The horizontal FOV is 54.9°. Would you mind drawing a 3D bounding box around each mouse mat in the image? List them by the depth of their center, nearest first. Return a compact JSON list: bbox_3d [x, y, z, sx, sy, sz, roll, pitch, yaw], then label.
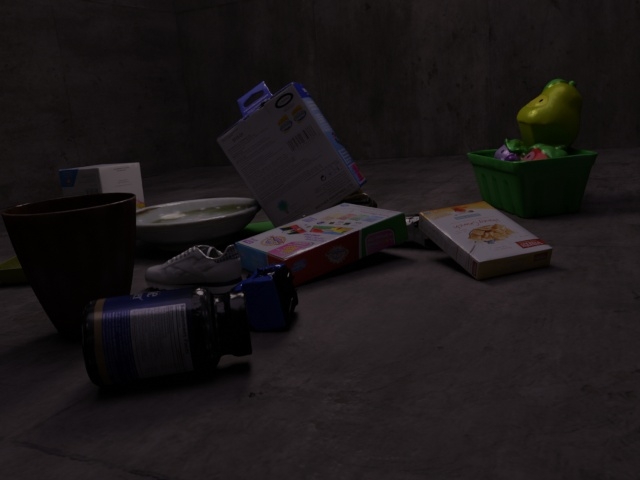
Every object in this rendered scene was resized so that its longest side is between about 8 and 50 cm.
[{"bbox_3d":[-0.177,-0.038,1.865,0.152,0.007,0.189,-8,12,-10],"label":"mouse mat"}]

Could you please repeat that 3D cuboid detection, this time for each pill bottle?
[{"bbox_3d":[-0.210,0.130,0.867,0.219,0.123,0.123,-7,13,-9],"label":"pill bottle"}]

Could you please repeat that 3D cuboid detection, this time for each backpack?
[{"bbox_3d":[-0.093,0.090,1.054,0.101,0.098,0.120,-6,13,14],"label":"backpack"}]

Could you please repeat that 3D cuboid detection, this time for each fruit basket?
[{"bbox_3d":[0.613,-0.273,1.774,0.282,0.393,0.392,-7,13,-7],"label":"fruit basket"}]

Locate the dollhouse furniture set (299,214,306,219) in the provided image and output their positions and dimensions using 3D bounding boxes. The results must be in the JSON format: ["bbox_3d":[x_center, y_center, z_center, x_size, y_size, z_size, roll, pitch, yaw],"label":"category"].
[{"bbox_3d":[0.002,-0.031,1.585,0.114,0.081,0.091,-2,13,12],"label":"dollhouse furniture set"}]

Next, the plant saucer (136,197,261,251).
[{"bbox_3d":[-0.362,-0.042,1.743,0.399,0.101,0.400,-5,13,1],"label":"plant saucer"}]

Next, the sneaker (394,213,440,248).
[{"bbox_3d":[0.245,-0.028,1.482,0.234,0.078,0.106,0,16,32],"label":"sneaker"}]

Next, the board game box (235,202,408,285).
[{"bbox_3d":[0.000,0.000,1.394,0.316,0.064,0.242,-21,19,-27],"label":"board game box"}]

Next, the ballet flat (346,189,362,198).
[{"bbox_3d":[0.033,-0.179,1.961,0.116,0.124,0.342,-23,-11,28],"label":"ballet flat"}]

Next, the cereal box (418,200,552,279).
[{"bbox_3d":[0.337,-0.006,1.286,0.172,0.048,0.240,-10,29,-19],"label":"cereal box"}]

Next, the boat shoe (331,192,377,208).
[{"bbox_3d":[0.065,-0.084,1.835,0.223,0.080,0.073,-12,-22,30],"label":"boat shoe"}]

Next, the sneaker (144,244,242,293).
[{"bbox_3d":[-0.268,0.055,1.292,0.234,0.095,0.090,-2,15,21],"label":"sneaker"}]

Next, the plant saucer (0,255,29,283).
[{"bbox_3d":[-0.690,0.064,1.532,0.188,0.045,0.188,-5,12,1],"label":"plant saucer"}]

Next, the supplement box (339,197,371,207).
[{"bbox_3d":[0.100,-0.072,1.723,0.083,0.083,0.056,-3,13,10],"label":"supplement box"}]

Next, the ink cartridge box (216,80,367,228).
[{"bbox_3d":[-0.093,-0.247,1.700,0.269,0.396,0.151,-33,6,15],"label":"ink cartridge box"}]

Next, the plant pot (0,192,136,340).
[{"bbox_3d":[-0.416,0.047,1.071,0.215,0.231,0.215,-4,13,1],"label":"plant pot"}]

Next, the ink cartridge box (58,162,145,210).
[{"bbox_3d":[-0.648,-0.109,1.857,0.171,0.233,0.168,1,12,28],"label":"ink cartridge box"}]
